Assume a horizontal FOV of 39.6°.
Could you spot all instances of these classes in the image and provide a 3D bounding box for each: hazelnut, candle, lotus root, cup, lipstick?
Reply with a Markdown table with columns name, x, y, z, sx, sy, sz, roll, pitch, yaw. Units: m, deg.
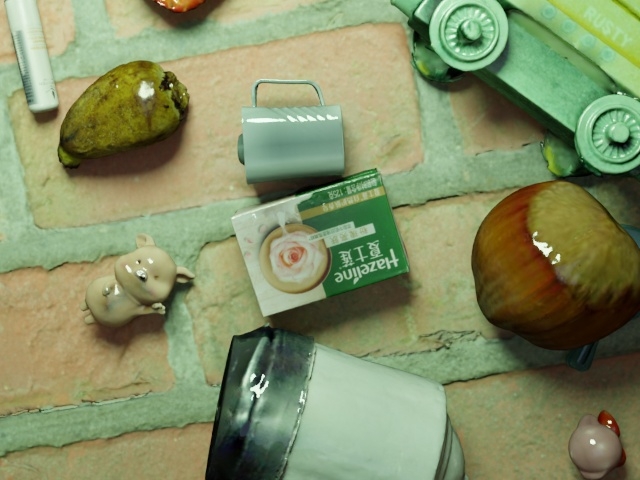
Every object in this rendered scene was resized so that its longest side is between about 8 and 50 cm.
| name | x | y | z | sx | sy | sz | roll | pitch | yaw |
| --- | --- | --- | --- | --- | --- | --- | --- | --- | --- |
| hazelnut | 0.280 | 0.038 | 1.068 | 0.210 | 0.186 | 0.210 | 0 | 90 | 0 |
| candle | 0.035 | 0.244 | 1.087 | 0.343 | 0.221 | 0.221 | 16 | 98 | -5 |
| lotus root | -0.258 | -0.149 | 1.099 | 0.191 | 0.094 | 0.108 | -26 | 62 | 9 |
| cup | -0.038 | -0.137 | 1.097 | 0.130 | 0.095 | 0.128 | -4 | 96 | -2 |
| lipstick | -0.361 | -0.231 | 1.111 | 0.040 | 0.040 | 0.141 | -10 | 99 | 2 |

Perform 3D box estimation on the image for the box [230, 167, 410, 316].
| name | x | y | z | sx | sy | sz | roll | pitch | yaw |
| --- | --- | --- | --- | --- | --- | --- | --- | --- | --- |
| box | 0.000 | 0.000 | 1.123 | 0.199 | 0.081 | 0.135 | -18 | 98 | 5 |

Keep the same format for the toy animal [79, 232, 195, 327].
| name | x | y | z | sx | sy | sz | roll | pitch | yaw |
| --- | --- | --- | --- | --- | --- | --- | --- | --- | --- |
| toy animal | -0.244 | 0.057 | 1.137 | 0.150 | 0.089 | 0.083 | -33 | 118 | 1 |

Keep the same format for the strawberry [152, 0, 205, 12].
| name | x | y | z | sx | sy | sz | roll | pitch | yaw |
| --- | --- | --- | --- | --- | --- | --- | --- | --- | --- |
| strawberry | -0.147 | -0.357 | 1.080 | 0.188 | 0.082 | 0.121 | -27 | 117 | -5 |

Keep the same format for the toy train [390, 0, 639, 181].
| name | x | y | z | sx | sy | sz | roll | pitch | yaw |
| --- | --- | --- | --- | --- | --- | --- | --- | --- | --- |
| toy train | 0.288 | -0.241 | 1.051 | 0.397 | 0.160 | 0.253 | 35 | 92 | -3 |

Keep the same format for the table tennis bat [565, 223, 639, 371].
| name | x | y | z | sx | sy | sz | roll | pitch | yaw |
| --- | --- | --- | --- | --- | --- | --- | --- | --- | --- |
| table tennis bat | 0.371 | 0.076 | 1.153 | 0.124 | 0.033 | 0.201 | 22 | 96 | 2 |

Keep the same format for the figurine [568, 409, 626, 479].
| name | x | y | z | sx | sy | sz | roll | pitch | yaw |
| --- | --- | --- | --- | --- | --- | --- | --- | --- | --- |
| figurine | 0.360 | 0.270 | 1.163 | 0.071 | 0.067 | 0.083 | -15 | 81 | -18 |
